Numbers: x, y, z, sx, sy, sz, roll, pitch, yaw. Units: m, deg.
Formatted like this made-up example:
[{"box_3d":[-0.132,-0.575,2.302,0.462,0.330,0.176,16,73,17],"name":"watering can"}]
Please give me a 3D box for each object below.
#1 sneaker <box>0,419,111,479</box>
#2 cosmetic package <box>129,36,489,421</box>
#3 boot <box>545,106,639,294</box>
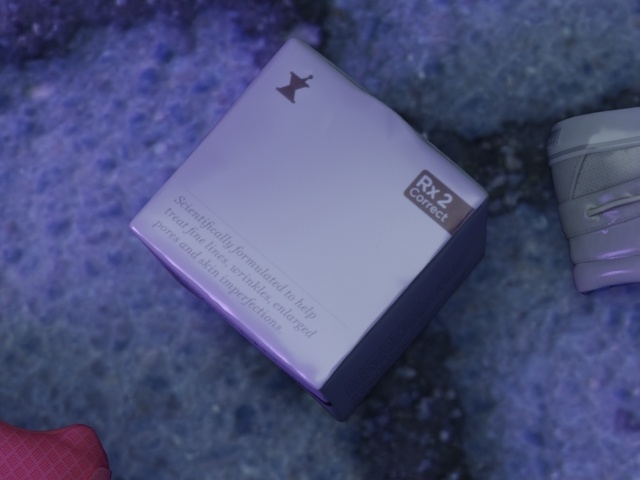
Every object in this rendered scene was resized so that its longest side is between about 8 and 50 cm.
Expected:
[{"box_3d":[-0.262,0.120,0.940,0.314,0.116,0.136,18,69,1],"name":"sneaker"},{"box_3d":[0.000,0.000,1.042,0.151,0.184,0.151,40,84,12],"name":"cosmetic package"},{"box_3d":[0.278,-0.031,1.078,0.258,0.095,0.123,-9,84,12],"name":"boot"}]
